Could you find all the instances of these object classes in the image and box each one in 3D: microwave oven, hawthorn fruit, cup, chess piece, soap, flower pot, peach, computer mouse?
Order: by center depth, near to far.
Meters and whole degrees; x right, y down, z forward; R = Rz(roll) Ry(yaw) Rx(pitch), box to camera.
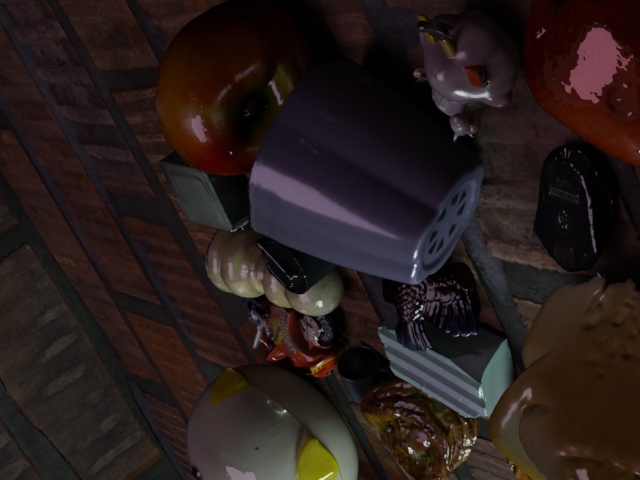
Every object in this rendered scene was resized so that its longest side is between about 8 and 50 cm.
[{"bbox_3d":[0.313,-0.156,1.147,0.299,0.211,0.211,50,157,-16],"label":"hawthorn fruit"},{"bbox_3d":[0.307,-0.041,1.478,0.099,0.057,0.172,28,135,45],"label":"computer mouse"},{"bbox_3d":[0.069,-0.070,1.639,0.243,0.265,0.265,32,150,18],"label":"flower pot"},{"bbox_3d":[-0.114,-0.223,1.779,0.275,0.249,0.245,-147,62,-66],"label":"peach"},{"bbox_3d":[0.200,0.181,1.915,0.230,0.091,0.145,27,148,43],"label":"soap"},{"bbox_3d":[-0.117,-0.115,1.934,0.163,0.205,0.129,18,138,53],"label":"microwave oven"},{"bbox_3d":[-0.071,0.058,2.184,0.261,0.143,0.142,21,141,43],"label":"chess piece"},{"bbox_3d":[0.085,0.242,2.229,0.100,0.078,0.077,5,141,18],"label":"cup"}]

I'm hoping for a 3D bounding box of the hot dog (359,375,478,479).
[{"bbox_3d":[0.161,0.314,2.125,0.196,0.122,0.272,52,154,0],"label":"hot dog"}]

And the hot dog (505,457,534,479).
[{"bbox_3d":[0.324,0.296,1.884,0.092,0.062,0.235,42,153,30],"label":"hot dog"}]

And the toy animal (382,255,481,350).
[{"bbox_3d":[0.146,0.063,1.818,0.218,0.116,0.179,29,148,53],"label":"toy animal"}]

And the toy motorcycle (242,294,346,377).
[{"bbox_3d":[-0.049,0.175,2.338,0.298,0.089,0.171,6,130,58],"label":"toy motorcycle"}]

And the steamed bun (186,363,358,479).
[{"bbox_3d":[-0.098,0.424,2.499,0.374,0.334,0.334,35,150,23],"label":"steamed bun"}]

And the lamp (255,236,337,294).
[{"bbox_3d":[0.000,0.000,1.854,0.147,0.227,0.172,47,155,11],"label":"lamp"}]

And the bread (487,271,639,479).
[{"bbox_3d":[0.390,0.213,1.436,0.424,0.245,0.329,24,143,52],"label":"bread"}]

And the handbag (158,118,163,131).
[{"bbox_3d":[-0.193,-0.182,2.142,0.193,0.072,0.151,49,156,13],"label":"handbag"}]

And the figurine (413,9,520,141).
[{"bbox_3d":[0.170,-0.199,1.448,0.137,0.112,0.229,54,170,15],"label":"figurine"}]
